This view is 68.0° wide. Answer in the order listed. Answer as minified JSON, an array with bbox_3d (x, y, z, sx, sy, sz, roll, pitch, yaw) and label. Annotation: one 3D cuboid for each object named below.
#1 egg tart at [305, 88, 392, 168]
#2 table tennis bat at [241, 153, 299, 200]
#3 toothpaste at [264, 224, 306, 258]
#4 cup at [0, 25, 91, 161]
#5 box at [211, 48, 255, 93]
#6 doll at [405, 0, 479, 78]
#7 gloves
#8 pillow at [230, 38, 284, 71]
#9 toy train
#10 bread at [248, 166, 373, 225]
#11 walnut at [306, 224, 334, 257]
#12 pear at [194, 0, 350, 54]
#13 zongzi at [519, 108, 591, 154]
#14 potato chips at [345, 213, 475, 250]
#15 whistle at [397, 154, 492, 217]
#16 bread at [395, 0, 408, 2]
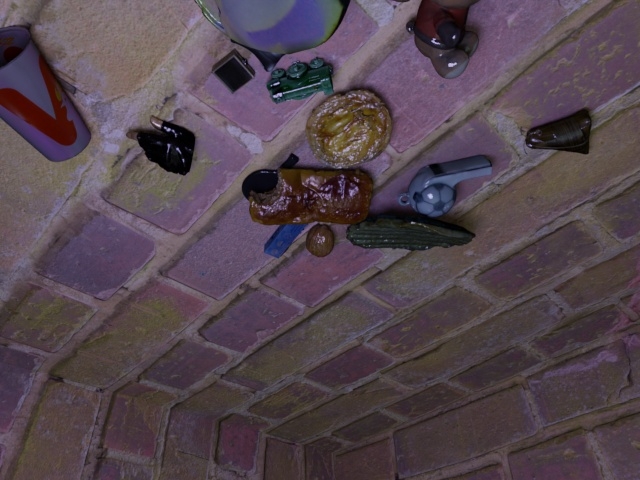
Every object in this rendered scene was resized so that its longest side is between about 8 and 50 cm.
[{"bbox_3d":[0.078,-0.312,1.323,0.232,0.098,0.252,34,121,-26],"label":"egg tart"},{"bbox_3d":[-0.149,-0.186,1.486,0.150,0.027,0.236,25,131,-30],"label":"table tennis bat"},{"bbox_3d":[-0.104,-0.041,1.628,0.066,0.053,0.272,24,131,-22],"label":"toothpaste"},{"bbox_3d":[-0.708,-0.342,1.166,0.203,0.203,0.288,-10,143,6],"label":"cup"},{"bbox_3d":[-0.219,-0.430,1.207,0.083,0.035,0.079,-28,132,24],"label":"box"},{"bbox_3d":[0.286,-0.537,1.037,0.174,0.235,0.330,27,143,19],"label":"doll"},{"bbox_3d":[-0.447,-0.260,1.319,0.180,0.106,0.129,9,138,-20],"label":"gloves"},{"bbox_3d":[-0.144,-0.481,1.148,0.135,0.055,0.091,30,95,-35],"label":"pillow"},{"bbox_3d":[-0.052,-0.399,1.207,0.178,0.104,0.071,-12,141,9],"label":"toy train"},{"bbox_3d":[-0.030,-0.137,1.446,0.380,0.109,0.185,-2,122,-12],"label":"bread"},{"bbox_3d":[0.000,0.000,1.649,0.105,0.105,0.124,8,125,-13],"label":"walnut"},{"bbox_3d":[-0.099,-0.581,0.908,0.399,0.165,0.399,18,149,11],"label":"pear"},{"bbox_3d":[0.707,-0.287,1.421,0.187,0.084,0.184,-14,147,20],"label":"zongzi"},{"bbox_3d":[0.301,-0.015,1.593,0.429,0.070,0.358,5,168,-1],"label":"potato chips"},{"bbox_3d":[0.381,-0.155,1.476,0.289,0.163,0.163,-12,137,3],"label":"whistle"},{"bbox_3d":[0.175,-0.591,1.044,0.082,0.060,0.113,24,131,8],"label":"bread"}]
